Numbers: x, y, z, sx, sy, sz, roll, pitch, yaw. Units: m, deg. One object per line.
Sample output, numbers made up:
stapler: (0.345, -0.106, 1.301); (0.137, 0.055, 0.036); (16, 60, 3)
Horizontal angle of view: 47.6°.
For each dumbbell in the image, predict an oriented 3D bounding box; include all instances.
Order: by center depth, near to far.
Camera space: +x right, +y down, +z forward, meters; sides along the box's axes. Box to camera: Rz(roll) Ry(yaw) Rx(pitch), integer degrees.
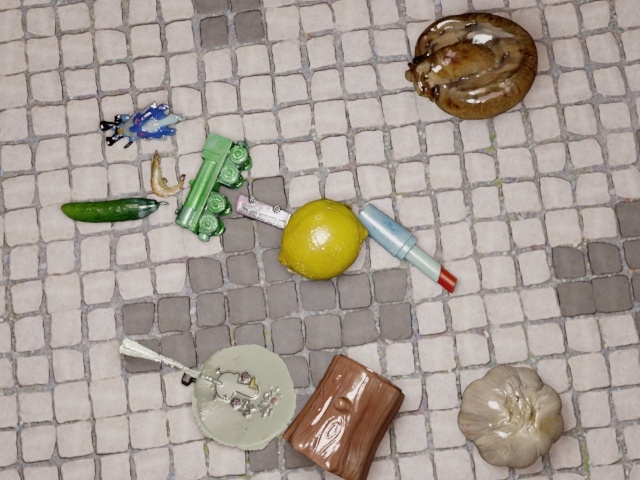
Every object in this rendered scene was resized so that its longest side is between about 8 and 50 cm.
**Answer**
dumbbell: (-0.270, 0.320, 1.628); (0.083, 0.036, 0.040); (26, 81, 4)

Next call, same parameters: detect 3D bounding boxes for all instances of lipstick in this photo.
lipstick: (0.201, 0.022, 1.648); (0.274, 0.061, 0.068); (39, 82, 6)

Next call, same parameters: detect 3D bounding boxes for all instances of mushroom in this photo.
mushroom: (0.327, -0.388, 1.633); (0.283, 0.195, 0.263); (-8, 74, -17)

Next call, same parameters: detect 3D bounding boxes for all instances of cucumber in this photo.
cucumber: (-0.474, -0.070, 1.672); (0.250, 0.056, 0.056); (-4, 83, 3)

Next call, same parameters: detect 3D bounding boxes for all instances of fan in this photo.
fan: (-0.244, 0.307, 1.602); (0.415, 0.012, 0.233); (28, 80, -9)

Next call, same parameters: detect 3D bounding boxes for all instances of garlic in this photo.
garlic: (0.412, 0.376, 1.556); (0.228, 0.152, 0.227); (0, 88, -2)

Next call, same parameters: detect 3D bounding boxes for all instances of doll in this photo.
doll: (-0.411, -0.270, 1.694); (0.195, 0.070, 0.095); (-13, 113, 2)

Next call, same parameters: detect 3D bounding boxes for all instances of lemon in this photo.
lemon: (0.000, 0.000, 1.600); (0.206, 0.173, 0.173); (-33, 83, 5)

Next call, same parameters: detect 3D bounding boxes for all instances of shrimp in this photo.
shrimp: (-0.358, -0.158, 1.699); (0.083, 0.023, 0.114); (-7, 88, -3)

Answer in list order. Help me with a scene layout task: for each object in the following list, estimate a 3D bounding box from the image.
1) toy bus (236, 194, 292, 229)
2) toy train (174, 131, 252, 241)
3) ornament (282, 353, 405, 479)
toy bus: (-0.132, -0.065, 1.677); (0.131, 0.037, 0.052); (20, 88, 2)
toy train: (-0.247, -0.124, 1.667); (0.119, 0.085, 0.251); (22, 81, 9)
ornament: (0.053, 0.375, 1.546); (0.235, 0.221, 0.217); (38, 77, -36)
